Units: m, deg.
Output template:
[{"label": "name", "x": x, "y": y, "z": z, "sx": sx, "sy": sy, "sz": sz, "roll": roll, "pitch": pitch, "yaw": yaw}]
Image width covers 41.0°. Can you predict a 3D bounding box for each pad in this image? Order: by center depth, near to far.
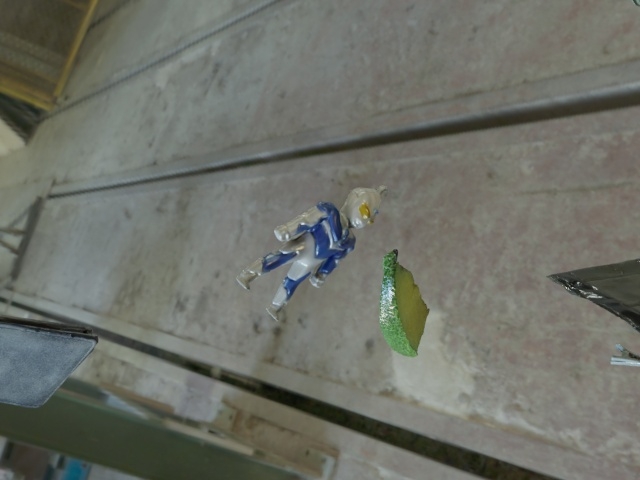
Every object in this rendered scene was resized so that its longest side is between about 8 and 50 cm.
[{"label": "pad", "x": 0.420, "y": 0.071, "z": 1.074, "sx": 0.233, "sy": 0.174, "sz": 0.022, "roll": -142, "pitch": 46, "yaw": -64}]

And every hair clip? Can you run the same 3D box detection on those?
[{"label": "hair clip", "x": 0.597, "y": 0.215, "z": 1.579, "sx": 0.115, "sy": 0.030, "sz": 0.039, "roll": 8, "pitch": 64, "yaw": 16}]

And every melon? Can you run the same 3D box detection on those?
[{"label": "melon", "x": 0.157, "y": 0.116, "z": 1.577, "sx": 0.114, "sy": 0.261, "sz": 0.053, "roll": -40, "pitch": 49, "yaw": -21}]

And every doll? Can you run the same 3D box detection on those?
[{"label": "doll", "x": 0.000, "y": 0.000, "z": 1.108, "sx": 0.227, "sy": 0.114, "sz": 0.057, "roll": -44, "pitch": 38, "yaw": -6}]

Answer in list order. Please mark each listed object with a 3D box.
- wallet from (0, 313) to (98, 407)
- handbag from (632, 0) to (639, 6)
[{"label": "wallet", "x": -0.448, "y": 0.172, "z": 1.229, "sx": 0.167, "sy": 0.222, "sz": 0.036, "roll": -46, "pitch": 53, "yaw": 20}, {"label": "handbag", "x": 0.577, "y": -0.544, "z": 1.501, "sx": 0.109, "sy": 0.241, "sz": 0.315, "roll": 14, "pitch": 72, "yaw": 45}]
